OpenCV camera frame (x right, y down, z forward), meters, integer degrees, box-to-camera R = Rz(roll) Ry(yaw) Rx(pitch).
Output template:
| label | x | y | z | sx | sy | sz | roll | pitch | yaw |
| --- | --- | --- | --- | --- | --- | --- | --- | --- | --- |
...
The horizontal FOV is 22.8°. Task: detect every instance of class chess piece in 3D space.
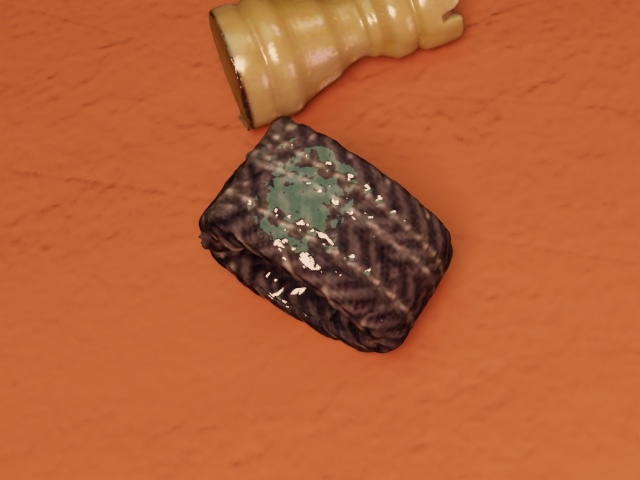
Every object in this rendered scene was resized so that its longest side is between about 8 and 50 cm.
| label | x | y | z | sx | sy | sz | roll | pitch | yaw |
| --- | --- | --- | --- | --- | --- | --- | --- | --- | --- |
| chess piece | 0.010 | -0.105 | 0.809 | 0.122 | 0.066 | 0.066 | -19 | 51 | -7 |

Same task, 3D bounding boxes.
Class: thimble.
| label | x | y | z | sx | sy | sz | roll | pitch | yaw |
| --- | --- | --- | --- | --- | --- | --- | --- | --- | --- |
| thimble | 0.002 | 0.002 | 0.711 | 0.104 | 0.095 | 0.066 | 36 | 76 | -4 |
